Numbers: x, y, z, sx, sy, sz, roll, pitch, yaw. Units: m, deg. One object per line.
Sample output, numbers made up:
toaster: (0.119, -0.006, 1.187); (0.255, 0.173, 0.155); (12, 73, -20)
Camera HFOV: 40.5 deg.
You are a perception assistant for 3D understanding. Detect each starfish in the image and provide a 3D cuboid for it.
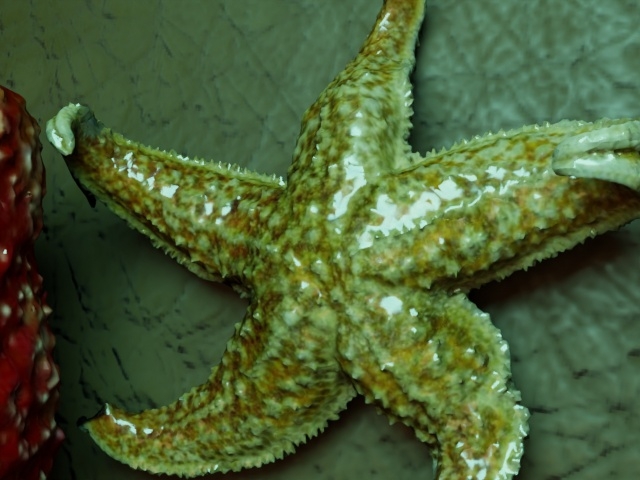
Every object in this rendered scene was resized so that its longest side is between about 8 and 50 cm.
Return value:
starfish: (-0.002, -0.003, 0.441); (0.303, 0.113, 0.312); (19, 90, 22)

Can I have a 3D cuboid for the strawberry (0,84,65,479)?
strawberry: (-0.251, 0.053, 0.437); (0.261, 0.261, 0.257); (-5, 99, 19)
